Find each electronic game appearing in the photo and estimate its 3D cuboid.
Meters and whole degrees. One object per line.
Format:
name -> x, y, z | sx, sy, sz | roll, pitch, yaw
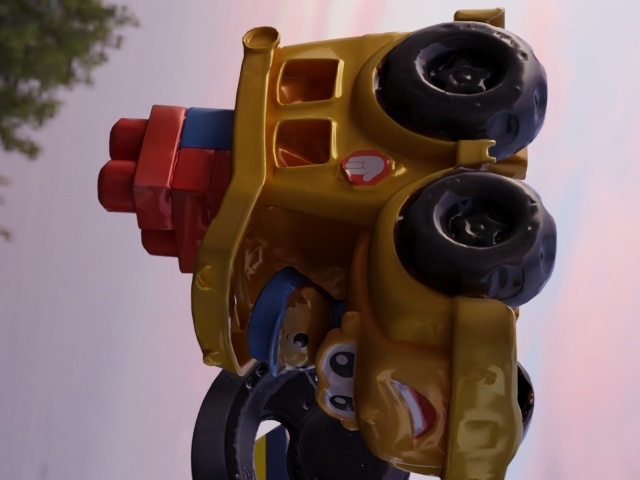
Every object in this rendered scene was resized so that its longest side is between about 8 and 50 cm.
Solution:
electronic game -> 0.020, 0.161, 1.144 | 0.048, 0.229, 0.229 | 112, -14, -59

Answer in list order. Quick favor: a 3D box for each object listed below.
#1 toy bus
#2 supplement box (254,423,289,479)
toy bus -> 0.000, 0.000, 0.743 | 0.149, 0.211, 0.220 | 92, 0, -47
supplement box -> -0.116, 0.347, 1.341 | 0.194, 0.356, 0.195 | 56, 3, -8
